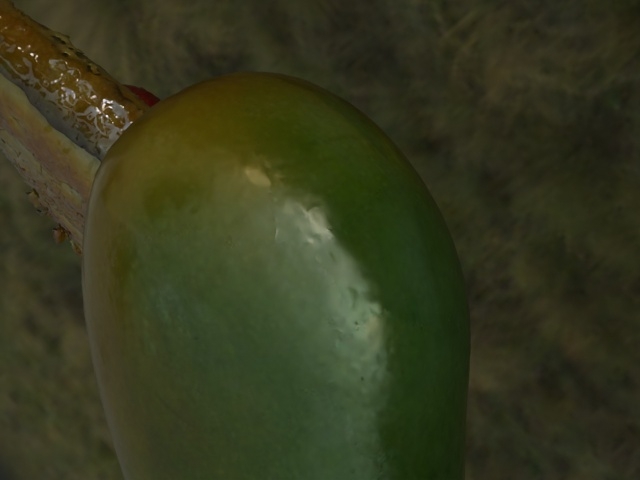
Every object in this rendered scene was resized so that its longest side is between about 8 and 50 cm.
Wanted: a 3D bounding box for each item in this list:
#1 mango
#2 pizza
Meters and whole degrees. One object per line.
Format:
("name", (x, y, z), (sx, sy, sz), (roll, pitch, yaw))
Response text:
("mango", (-0.011, 0.061, 0.571), (0.156, 0.114, 0.251), (-5, 104, 29))
("pizza", (-0.165, -0.038, 1.332), (0.440, 0.130, 0.406), (44, 165, 4))
